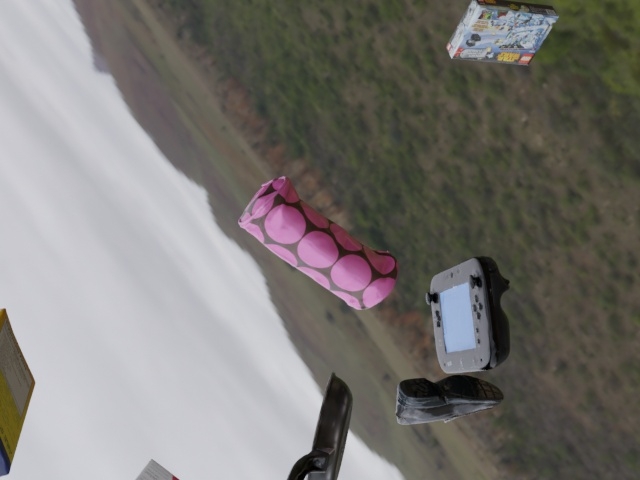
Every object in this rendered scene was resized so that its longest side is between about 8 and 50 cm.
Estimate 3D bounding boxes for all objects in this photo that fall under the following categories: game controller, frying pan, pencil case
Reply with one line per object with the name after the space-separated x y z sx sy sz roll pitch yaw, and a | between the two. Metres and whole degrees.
0.226 0.122 1.655 0.319 0.067 0.167 131 142 -79 | game controller
0.007 0.273 1.495 0.053 0.197 0.326 11 164 6 | frying pan
0.000 0.000 1.356 0.209 0.098 0.095 37 144 -19 | pencil case

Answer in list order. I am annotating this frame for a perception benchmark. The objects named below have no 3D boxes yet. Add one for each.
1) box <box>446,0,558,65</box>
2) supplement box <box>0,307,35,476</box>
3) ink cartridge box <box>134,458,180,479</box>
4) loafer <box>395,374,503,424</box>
0.258 -0.297 1.511 0.094 0.137 0.027 -62 38 43 | box
-0.702 0.309 2.070 0.356 0.195 0.194 -107 2 -69 | supplement box
-0.279 0.443 1.738 0.099 0.135 0.056 34 164 9 | ink cartridge box
0.188 0.239 1.571 0.062 0.170 0.061 -114 31 -58 | loafer
